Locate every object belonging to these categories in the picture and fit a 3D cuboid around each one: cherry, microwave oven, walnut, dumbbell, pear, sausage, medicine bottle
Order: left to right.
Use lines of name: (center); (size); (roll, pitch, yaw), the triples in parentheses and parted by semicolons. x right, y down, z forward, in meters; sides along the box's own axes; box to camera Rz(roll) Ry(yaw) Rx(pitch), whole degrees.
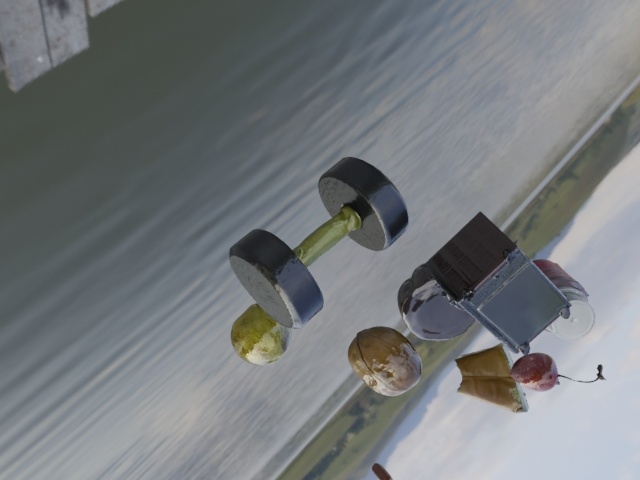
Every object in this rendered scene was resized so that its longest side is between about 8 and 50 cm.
pear: (-0.179, 0.303, 2.147); (0.197, 0.197, 0.197); (-46, 170, -11)
dumbbell: (0.000, 0.000, 1.348); (0.322, 0.204, 0.203); (-41, 168, -20)
sausage: (0.220, 0.829, 2.414); (0.041, 0.039, 0.131); (-49, -165, -7)
walnut: (0.171, 0.316, 1.804); (0.167, 0.207, 0.167); (-47, -176, 5)
microwave oven: (0.372, 0.098, 1.444); (0.188, 0.247, 0.178); (-45, -149, 6)
medicine bottle: (0.560, 0.143, 1.635); (0.147, 0.147, 0.247); (-50, -168, 12)
cherry: (0.592, 0.328, 1.717); (0.226, 0.090, 0.107); (-5, -161, 15)

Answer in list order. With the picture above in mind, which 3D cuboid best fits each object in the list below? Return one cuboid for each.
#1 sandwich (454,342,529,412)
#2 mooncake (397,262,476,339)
sandwich: (0.521, 0.448, 2.113); (0.186, 0.219, 0.108); (-23, 171, 20)
mooncake: (0.341, 0.176, 1.981); (0.245, 0.245, 0.133); (-51, -163, 21)
